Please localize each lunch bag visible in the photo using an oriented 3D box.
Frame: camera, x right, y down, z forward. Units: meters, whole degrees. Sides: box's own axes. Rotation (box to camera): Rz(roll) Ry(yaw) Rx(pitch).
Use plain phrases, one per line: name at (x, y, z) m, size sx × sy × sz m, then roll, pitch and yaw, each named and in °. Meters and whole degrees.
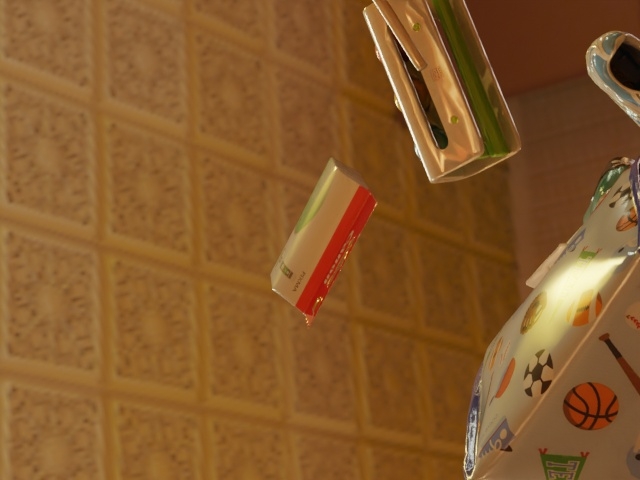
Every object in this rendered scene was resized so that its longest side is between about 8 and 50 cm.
lunch bag at (0.319, 0.097, 1.731) m, size 0.239 × 0.328 × 0.385 m, roll 31°, pitch -159°, yaw -9°

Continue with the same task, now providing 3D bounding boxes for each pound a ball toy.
pound a ball toy at (0.133, -0.243, 2.409) m, size 0.208 × 0.136 × 0.319 m, roll -10°, pitch -104°, yaw -55°

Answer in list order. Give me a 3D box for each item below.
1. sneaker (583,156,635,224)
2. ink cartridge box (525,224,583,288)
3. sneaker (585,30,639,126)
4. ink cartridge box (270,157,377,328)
sneaker at (0.393, 0.027, 2.206) m, size 0.121 × 0.108 × 0.302 m, roll -79°, pitch -7°, yaw -50°
ink cartridge box at (0.401, 0.042, 2.379) m, size 0.198 × 0.115 × 0.067 m, roll 19°, pitch -132°, yaw -16°
sneaker at (0.432, -0.171, 2.098) m, size 0.237 × 0.086 × 0.085 m, roll 38°, pitch -97°, yaw -6°
ink cartridge box at (0.000, 0.000, 2.119) m, size 0.056 × 0.181 × 0.224 m, roll 27°, pitch -172°, yaw -6°
